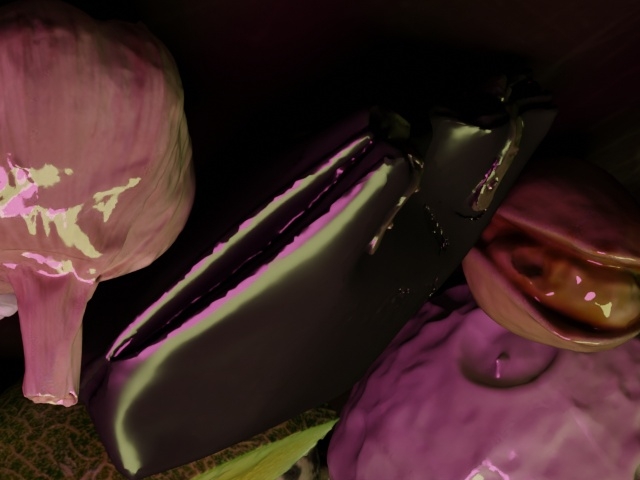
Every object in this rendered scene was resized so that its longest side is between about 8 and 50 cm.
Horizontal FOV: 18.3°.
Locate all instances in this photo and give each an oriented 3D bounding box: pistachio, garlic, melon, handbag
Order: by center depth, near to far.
[{"bbox_3d":[-0.161,-0.011,1.127,0.219,0.212,0.218,-10,153,-5],"label":"garlic"},{"bbox_3d":[0.000,0.000,1.275,0.288,0.152,0.342,-42,170,27],"label":"handbag"},{"bbox_3d":[-0.158,0.163,1.379,0.323,0.196,0.124,-29,130,-44],"label":"melon"},{"bbox_3d":[0.173,0.011,1.398,0.144,0.215,0.144,-3,108,-11],"label":"pistachio"}]

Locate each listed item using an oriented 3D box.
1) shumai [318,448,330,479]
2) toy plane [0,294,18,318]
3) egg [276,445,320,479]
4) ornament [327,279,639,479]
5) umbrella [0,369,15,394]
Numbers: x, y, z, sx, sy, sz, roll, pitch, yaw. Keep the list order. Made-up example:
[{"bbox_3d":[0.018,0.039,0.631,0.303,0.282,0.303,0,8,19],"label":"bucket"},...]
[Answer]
[{"bbox_3d":[-0.050,0.295,1.830,0.206,0.175,0.166,-27,152,27],"label":"shumai"},{"bbox_3d":[-0.280,0.034,1.297,0.174,0.080,0.174,0,163,0],"label":"toy plane"},{"bbox_3d":[-0.086,0.204,1.637,0.177,0.177,0.228,3,131,-33],"label":"egg"},{"bbox_3d":[0.169,0.180,1.565,0.337,0.337,0.337,-13,154,-7],"label":"ornament"},{"bbox_3d":[-0.259,0.141,1.500,0.118,0.118,0.340,-24,157,14],"label":"umbrella"}]
